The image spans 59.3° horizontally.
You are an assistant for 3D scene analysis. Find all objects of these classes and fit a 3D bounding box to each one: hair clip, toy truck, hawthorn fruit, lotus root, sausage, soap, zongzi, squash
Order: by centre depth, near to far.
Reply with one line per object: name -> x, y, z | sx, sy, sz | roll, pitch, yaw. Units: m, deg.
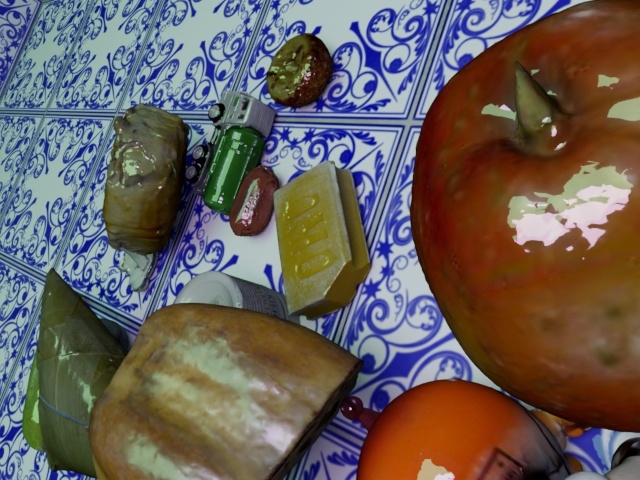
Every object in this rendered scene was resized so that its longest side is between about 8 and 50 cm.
hawthorn fruit -> 0.255, -0.042, 0.520 | 0.403, 0.403, 0.402 | -16, 63, 34
lotus root -> -0.123, 0.229, 0.693 | 0.250, 0.316, 0.316 | 27, 90, 15
soap -> 0.000, 0.000, 0.921 | 0.140, 0.073, 0.232 | -29, 57, 33
zongzi -> -0.374, 0.236, 1.011 | 0.356, 0.174, 0.392 | -5, 91, 34
sausage -> -0.122, -0.072, 1.054 | 0.076, 0.076, 0.141 | 13, 82, 42
toy truck -> -0.175, -0.173, 1.122 | 0.125, 0.101, 0.242 | 16, 85, 38
squash -> -0.587, 0.279, 1.265 | 0.118, 0.118, 0.370 | -22, 56, 31
hair clip -> -0.415, 0.036, 1.268 | 0.172, 0.049, 0.116 | 36, 101, 40

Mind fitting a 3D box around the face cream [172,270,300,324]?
face cream -> -0.145, 0.150, 0.926 | 0.177, 0.153, 0.177 | -15, 63, 33

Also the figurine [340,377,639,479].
figurine -> 0.167, 0.259, 0.575 | 0.323, 0.196, 0.320 | 6, 48, 51

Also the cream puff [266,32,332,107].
cream puff -> -0.037, -0.318, 1.077 | 0.149, 0.084, 0.149 | -20, 59, 37

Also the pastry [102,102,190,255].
pastry -> -0.349, -0.129, 1.155 | 0.330, 0.136, 0.329 | -169, 90, -80

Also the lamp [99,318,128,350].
lamp -> -0.460, 0.218, 1.190 | 0.105, 0.105, 0.105 | -16, 63, 34
